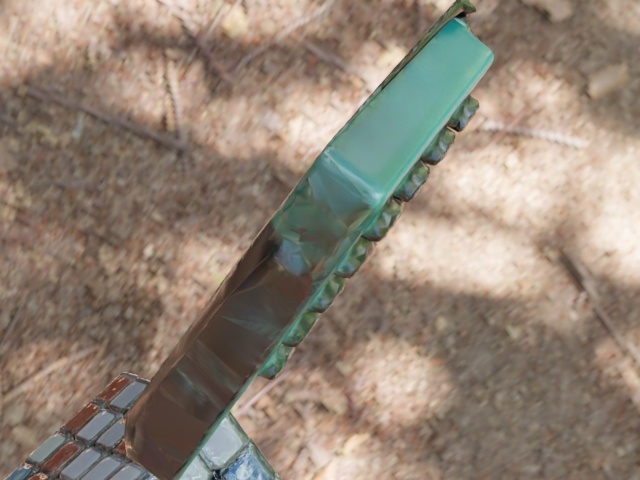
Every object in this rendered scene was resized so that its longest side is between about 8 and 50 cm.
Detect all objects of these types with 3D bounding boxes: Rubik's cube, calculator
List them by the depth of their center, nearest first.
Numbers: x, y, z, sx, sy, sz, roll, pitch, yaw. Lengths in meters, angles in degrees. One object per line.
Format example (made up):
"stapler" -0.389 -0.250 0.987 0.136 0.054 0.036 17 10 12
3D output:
"calculator" 0.000 0.000 0.928 0.058 0.274 0.248 37 34 0
"Rubik's cube" -0.196 0.361 1.824 0.293 0.292 0.287 -42 113 -20
